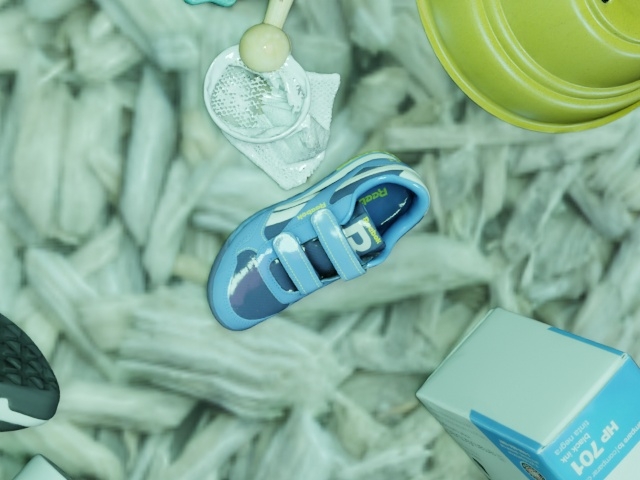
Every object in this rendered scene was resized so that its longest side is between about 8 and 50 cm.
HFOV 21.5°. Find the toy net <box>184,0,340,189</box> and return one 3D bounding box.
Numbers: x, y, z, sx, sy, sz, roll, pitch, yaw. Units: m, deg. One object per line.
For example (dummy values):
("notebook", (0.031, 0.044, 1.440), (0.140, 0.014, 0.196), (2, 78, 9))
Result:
("toy net", (-0.051, -0.128, 0.898), (0.122, 0.045, 0.232), (-23, 109, -20))

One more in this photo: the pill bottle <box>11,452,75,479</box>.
("pill bottle", (-0.182, 0.219, 0.858), (0.121, 0.121, 0.216), (45, 79, -25))

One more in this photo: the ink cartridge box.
("ink cartridge box", (0.166, 0.140, 0.998), (0.082, 0.140, 0.190), (-45, 115, -13))

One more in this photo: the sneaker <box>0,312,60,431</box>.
("sneaker", (-0.250, 0.072, 0.837), (0.235, 0.084, 0.097), (12, 118, -26))

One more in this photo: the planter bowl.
("planter bowl", (0.168, -0.165, 0.970), (0.217, 0.090, 0.217), (-5, 102, -24))

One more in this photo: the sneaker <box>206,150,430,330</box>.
("sneaker", (0.000, 0.000, 0.938), (0.144, 0.059, 0.053), (-38, 115, -14))
